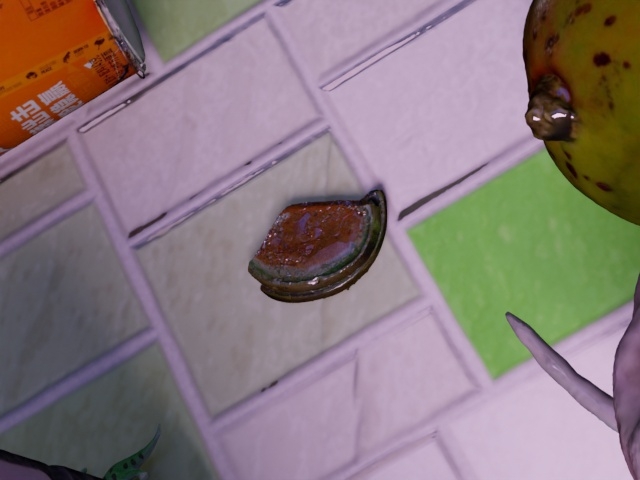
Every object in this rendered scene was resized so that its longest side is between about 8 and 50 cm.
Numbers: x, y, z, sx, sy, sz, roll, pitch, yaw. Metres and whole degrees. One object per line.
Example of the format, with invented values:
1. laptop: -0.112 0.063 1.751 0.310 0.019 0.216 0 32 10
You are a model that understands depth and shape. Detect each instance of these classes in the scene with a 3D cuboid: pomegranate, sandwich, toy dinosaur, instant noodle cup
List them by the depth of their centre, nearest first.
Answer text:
1. pomegranate: 0.230 -0.123 0.719 0.246 0.198 0.198 -41 66 13
2. sandwich: -0.002 0.004 0.849 0.101 0.026 0.069 -12 71 15
3. toy dinosaur: -0.138 0.159 0.849 0.062 0.021 0.083 10 78 34
4. instant noodle cup: -0.262 -0.176 0.866 0.214 0.296 0.296 -24 68 0

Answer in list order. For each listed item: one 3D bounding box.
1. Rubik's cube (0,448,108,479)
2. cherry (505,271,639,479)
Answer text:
1. Rubik's cube: -0.166 0.347 0.616 0.363 0.359 0.362 -34 65 5
2. cherry: 0.294 0.054 0.560 0.326 0.335 0.291 -13 63 -32
